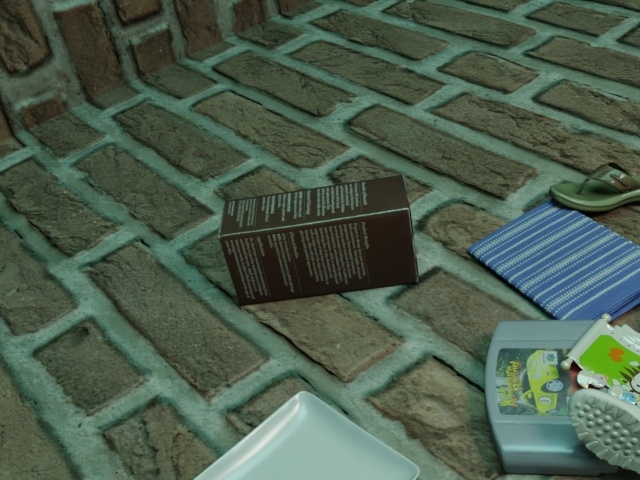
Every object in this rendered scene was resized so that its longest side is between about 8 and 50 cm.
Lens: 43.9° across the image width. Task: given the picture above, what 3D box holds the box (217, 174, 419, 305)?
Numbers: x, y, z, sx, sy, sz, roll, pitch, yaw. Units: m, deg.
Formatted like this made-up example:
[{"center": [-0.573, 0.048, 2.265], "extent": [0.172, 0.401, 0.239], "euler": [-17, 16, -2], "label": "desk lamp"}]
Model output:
[{"center": [0.000, 0.000, 1.625], "extent": [0.381, 0.191, 0.143], "euler": [-6, 37, 7], "label": "box"}]

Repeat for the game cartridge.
[{"center": [0.369, 0.245, 1.303], "extent": [0.196, 0.060, 0.294], "euler": [-5, 40, 15], "label": "game cartridge"}]

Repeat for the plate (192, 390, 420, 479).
[{"center": [-0.030, 0.389, 1.243], "extent": [0.278, 0.045, 0.277], "euler": [-36, 42, -29], "label": "plate"}]

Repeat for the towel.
[{"center": [0.486, 0.046, 1.564], "extent": [0.243, 0.040, 0.336], "euler": [-28, 38, -15], "label": "towel"}]

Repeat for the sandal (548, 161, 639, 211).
[{"center": [0.634, -0.127, 1.686], "extent": [0.303, 0.086, 0.120], "euler": [-8, 24, 1], "label": "sandal"}]

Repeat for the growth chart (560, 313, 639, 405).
[{"center": [0.520, 0.208, 1.269], "extent": [0.237, 0.021, 0.172], "euler": [24, 48, 25], "label": "growth chart"}]

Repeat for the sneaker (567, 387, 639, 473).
[{"center": [0.466, 0.280, 1.166], "extent": [0.235, 0.090, 0.095], "euler": [31, 33, -1], "label": "sneaker"}]
